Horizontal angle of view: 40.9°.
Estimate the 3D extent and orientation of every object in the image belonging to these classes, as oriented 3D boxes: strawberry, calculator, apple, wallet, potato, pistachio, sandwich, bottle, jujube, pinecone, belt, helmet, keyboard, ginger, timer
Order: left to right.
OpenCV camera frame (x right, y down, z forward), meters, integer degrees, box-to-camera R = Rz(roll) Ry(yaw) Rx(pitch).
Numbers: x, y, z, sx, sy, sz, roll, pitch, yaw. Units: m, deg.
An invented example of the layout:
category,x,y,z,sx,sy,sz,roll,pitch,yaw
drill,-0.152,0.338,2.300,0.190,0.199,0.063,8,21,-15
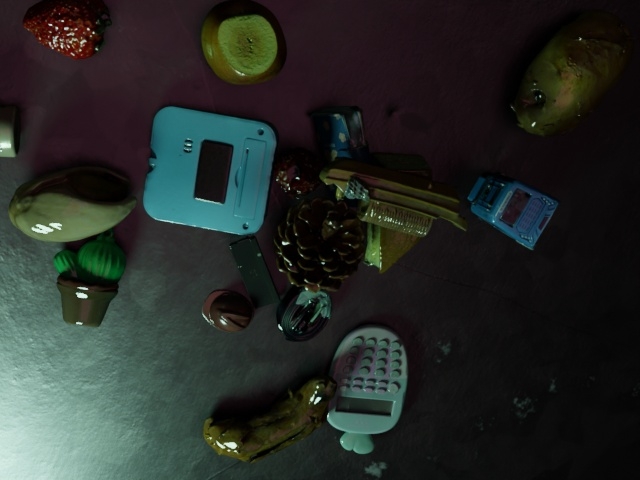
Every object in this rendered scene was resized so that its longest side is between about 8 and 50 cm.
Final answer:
category,x,y,z,sx,sy,sz,roll,pitch,yaw
bottle,-0.670,-0.213,1.590,0.209,0.097,0.110,2,71,-12
strawberry,-0.461,-0.405,1.573,0.148,0.131,0.131,24,98,-15
pistachio,-0.475,-0.067,1.649,0.237,0.153,0.138,-15,66,-10
timer,-0.219,-0.143,1.726,0.249,0.091,0.232,10,102,-2
helmet,-0.191,0.157,1.799,0.111,0.057,0.089,21,101,-16
apple,-0.148,-0.375,1.619,0.146,0.163,0.147,-18,122,-15
keyboard,-0.134,0.067,1.770,0.060,0.018,0.196,-18,132,-1
ginger,-0.098,0.391,1.853,0.309,0.107,0.133,-21,101,-3
jujube,-0.042,-0.141,1.706,0.104,0.166,0.104,0,85,5
belt,-0.033,0.152,1.830,0.105,0.058,0.140,33,94,-20
pinecone,0.000,-0.002,1.721,0.185,0.169,0.212,5,141,-7
wallet,0.048,-0.168,1.727,0.059,0.141,0.202,-23,109,-32
calculator,0.102,0.331,1.912,0.185,0.041,0.299,6,100,-13
sandwich,0.161,-0.057,1.790,0.128,0.122,0.236,1,106,-8
potato,0.522,-0.346,1.781,0.173,0.140,0.300,43,88,-22

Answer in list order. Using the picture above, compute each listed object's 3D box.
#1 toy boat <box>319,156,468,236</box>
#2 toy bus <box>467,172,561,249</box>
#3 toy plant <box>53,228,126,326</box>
category,x,y,z,sx,sy,sz,roll,pitch,yaw
toy boat,0.144,-0.077,1.660,0.310,0.089,0.115,13,100,-18
toy bus,0.395,-0.069,1.772,0.134,0.246,0.114,28,97,-5
toy plant,-0.461,0.068,1.703,0.142,0.105,0.201,9,84,0
